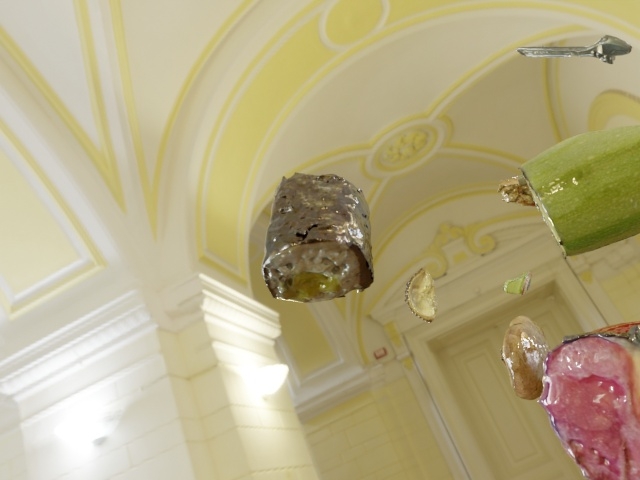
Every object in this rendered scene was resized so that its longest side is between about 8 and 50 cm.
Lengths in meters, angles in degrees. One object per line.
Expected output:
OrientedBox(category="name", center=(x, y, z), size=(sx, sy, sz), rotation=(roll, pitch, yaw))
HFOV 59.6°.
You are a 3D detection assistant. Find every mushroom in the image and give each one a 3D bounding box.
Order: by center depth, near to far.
OrientedBox(category="mushroom", center=(0.641, 0.360, 1.737), size=(0.145, 0.279, 0.278), rotation=(-9, -14, 34))

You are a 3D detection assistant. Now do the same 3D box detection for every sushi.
OrientedBox(category="sushi", center=(0.000, -0.003, 1.524), size=(0.299, 0.294, 0.282), rotation=(7, -44, -5))

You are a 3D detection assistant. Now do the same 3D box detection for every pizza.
OrientedBox(category="pizza", center=(0.715, -0.131, 1.683), size=(0.405, 0.440, 0.130), rotation=(2, -69, -4))

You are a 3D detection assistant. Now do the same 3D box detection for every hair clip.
OrientedBox(category="hair clip", center=(0.552, 0.118, 1.541), size=(0.188, 0.033, 0.060), rotation=(-4, -74, -53))

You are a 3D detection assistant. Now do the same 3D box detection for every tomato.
OrientedBox(category="tomato", center=(0.526, 0.259, 0.870), size=(0.334, 0.290, 0.176), rotation=(-9, 2, 35))

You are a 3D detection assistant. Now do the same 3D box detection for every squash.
OrientedBox(category="squash", center=(0.467, -0.097, 0.868), size=(0.260, 0.189, 0.189), rotation=(-29, -25, 20))

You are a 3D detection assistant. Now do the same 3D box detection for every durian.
OrientedBox(category="durian", center=(0.232, 0.130, 1.301), size=(0.052, 0.131, 0.066), rotation=(-5, -6, -43))

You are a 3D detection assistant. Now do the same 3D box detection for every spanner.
OrientedBox(category="spanner", center=(0.612, -0.467, 1.374), size=(0.093, 0.325, 0.026), rotation=(28, -90, -34))

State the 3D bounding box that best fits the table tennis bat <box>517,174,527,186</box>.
OrientedBox(category="table tennis bat", center=(0.586, -0.172, 1.304), size=(0.246, 0.022, 0.138), rotation=(-14, -52, 32))
